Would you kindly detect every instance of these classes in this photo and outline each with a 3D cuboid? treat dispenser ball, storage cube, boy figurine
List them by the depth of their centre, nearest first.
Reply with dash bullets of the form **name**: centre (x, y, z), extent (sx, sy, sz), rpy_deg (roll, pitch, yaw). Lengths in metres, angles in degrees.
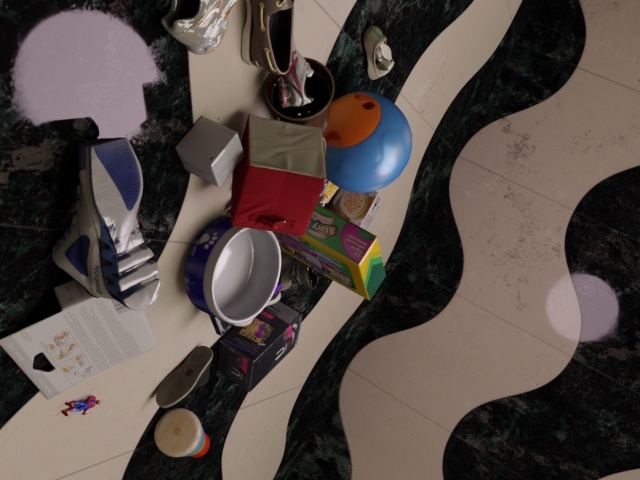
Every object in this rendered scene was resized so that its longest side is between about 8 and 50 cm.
- **storage cube**: centre (-0.102, -0.151, 1.605), extent (0.193, 0.184, 0.215), rpy_deg (113, -20, -44)
- **treat dispenser ball**: centre (0.119, -0.281, 1.958), extent (0.288, 0.288, 0.288), rpy_deg (-50, 158, -29)
- **boy figurine**: centre (0.032, -0.190, 2.175), extent (0.285, 0.092, 0.177), rpy_deg (-24, 136, -55)

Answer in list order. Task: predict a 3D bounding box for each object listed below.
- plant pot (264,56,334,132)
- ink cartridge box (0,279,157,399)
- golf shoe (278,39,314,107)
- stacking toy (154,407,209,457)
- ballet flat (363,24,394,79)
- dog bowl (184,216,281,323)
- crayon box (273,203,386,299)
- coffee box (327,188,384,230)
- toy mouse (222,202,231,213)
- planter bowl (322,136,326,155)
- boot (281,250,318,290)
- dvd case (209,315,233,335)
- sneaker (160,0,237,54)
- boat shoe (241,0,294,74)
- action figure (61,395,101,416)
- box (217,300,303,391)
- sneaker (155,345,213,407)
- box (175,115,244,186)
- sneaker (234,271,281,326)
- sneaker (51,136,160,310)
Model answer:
- **plant pot**: centre (-0.043, -0.337, 1.691), extent (0.167, 0.167, 0.165), rpy_deg (-57, 167, -12)
- **ink cartridge box**: centre (-0.496, 0.192, 1.420), extent (0.261, 0.066, 0.296), rpy_deg (-24, 149, -16)
- **golf shoe**: centre (-0.060, -0.402, 1.577), extent (0.067, 0.086, 0.186), rpy_deg (-113, -163, -82)
- **stacking toy**: centre (-0.415, 0.621, 2.152), extent (0.141, 0.141, 0.330), rpy_deg (-55, 166, -17)
- **ballet flat**: centre (0.180, -0.548, 2.053), extent (0.086, 0.086, 0.248), rpy_deg (-58, 161, -8)
- **dog bowl**: centre (-0.223, 0.076, 1.769), extent (0.265, 0.104, 0.264), rpy_deg (-27, 124, -48)
- **crayon box**: centre (0.000, 0.000, 1.942), extent (0.106, 0.363, 0.313), rpy_deg (-56, 160, -14)
- **coffee box**: centre (0.099, -0.083, 2.412), extent (0.246, 0.141, 0.098), rpy_deg (-60, 161, 2)
- **toy mouse**: centre (-0.194, -0.109, 1.791), extent (0.161, 0.031, 0.143), rpy_deg (-47, 148, -16)
- **planter bowl**: centre (-0.074, -0.225, 1.828), extent (0.162, 0.109, 0.162), rpy_deg (-50, 157, -30)
- **boot**: centre (-0.083, 0.122, 2.208), extent (0.083, 0.161, 0.246), rpy_deg (-51, 158, -25)
- **dvd case**: centre (-0.253, 0.116, 1.864), extent (0.179, 0.030, 0.238), rpy_deg (-45, 135, -37)
- **sneaker**: centre (-0.195, -0.468, 1.221), extent (0.262, 0.099, 0.121), rpy_deg (-65, 156, 7)
- **boat shoe**: centre (-0.099, -0.494, 1.411), extent (0.116, 0.097, 0.324), rpy_deg (-44, 155, -39)
- **action figure**: centre (-0.557, 0.389, 1.607), extent (0.038, 0.030, 0.115), rpy_deg (-68, 162, 5)
- **box**: centre (-0.198, 0.336, 2.247), extent (0.270, 0.143, 0.165), rpy_deg (-41, 152, -42)
- **sneaker**: centre (-0.387, 0.421, 1.986), extent (0.222, 0.083, 0.118), rpy_deg (-47, 157, -37)
- **box**: centre (-0.238, -0.193, 1.478), extent (0.102, 0.101, 0.087), rpy_deg (-55, 160, -21)
- **sneaker**: centre (-0.205, 0.145, 2.052), extent (0.293, 0.102, 0.146), rpy_deg (-37, 146, -59)
- **sneaker**: centre (-0.417, -0.023, 1.245), extent (0.127, 0.182, 0.315), rpy_deg (-28, 113, -60)
